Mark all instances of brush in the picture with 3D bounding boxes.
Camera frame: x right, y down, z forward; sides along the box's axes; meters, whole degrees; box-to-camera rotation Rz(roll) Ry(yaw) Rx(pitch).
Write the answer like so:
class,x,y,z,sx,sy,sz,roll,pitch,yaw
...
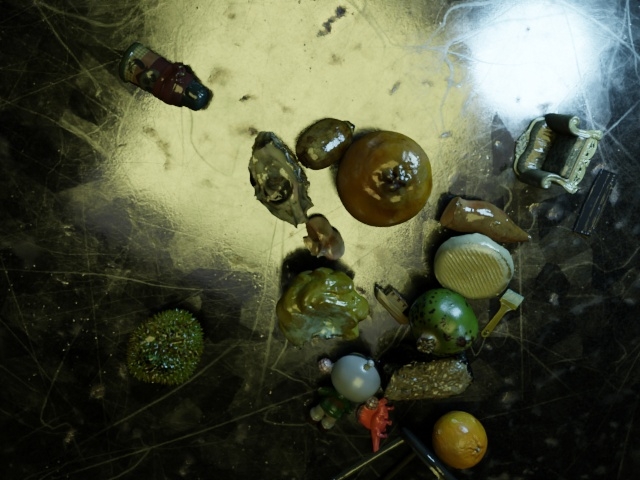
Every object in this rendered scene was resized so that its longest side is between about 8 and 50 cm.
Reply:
class,x,y,z,sx,sy,sz,roll,pitch,yaw
brush,0.696,0.290,2.051,0.083,0.010,0.218,31,102,-12

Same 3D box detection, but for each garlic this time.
class,x,y,z,sx,sy,sz,roll,pitch,yaw
garlic,0.010,-0.004,1.882,0.124,0.099,0.174,-34,104,-10

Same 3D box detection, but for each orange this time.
class,x,y,z,sx,sy,sz,roll,pitch,yaw
orange,0.549,0.788,2.084,0.219,0.193,0.219,0,87,-5

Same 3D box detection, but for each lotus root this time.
class,x,y,z,sx,sy,sz,roll,pitch,yaw
lotus root,0.023,-0.329,1.761,0.145,0.128,0.260,47,62,4

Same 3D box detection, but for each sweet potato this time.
class,x,y,z,sx,sy,sz,roll,pitch,yaw
sweet potato,0.607,-0.068,1.894,0.337,0.131,0.131,14,103,-7

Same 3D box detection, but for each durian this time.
class,x,y,z,sx,sy,sz,roll,pitch,yaw
durian,-0.550,0.390,1.887,0.291,0.224,0.291,7,70,-18

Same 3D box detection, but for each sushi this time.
class,x,y,z,sx,sy,sz,roll,pitch,yaw
sushi,0.399,0.501,2.002,0.350,0.171,0.210,-7,107,-1

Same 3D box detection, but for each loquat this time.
class,x,y,z,sx,sy,sz,roll,pitch,yaw
loquat,0.210,-0.198,1.732,0.329,0.328,0.328,-1,105,-4

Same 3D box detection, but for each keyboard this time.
class,x,y,z,sx,sy,sz,roll,pitch,yaw
keyboard,1.019,-0.139,1.959,0.087,0.017,0.250,16,104,-9

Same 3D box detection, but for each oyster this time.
class,x,y,z,sx,sy,sz,roll,pitch,yaw
oyster,-0.132,-0.211,1.792,0.238,0.115,0.351,-25,91,42

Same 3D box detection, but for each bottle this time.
class,x,y,z,sx,sy,sz,roll,pitch,yaw
bottle,-0.488,-0.514,1.679,0.271,0.156,0.143,28,83,-7

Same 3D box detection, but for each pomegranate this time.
class,x,y,z,sx,sy,sz,roll,pitch,yaw
pomegranate,0.436,0.306,1.904,0.270,0.254,0.254,-45,109,-38

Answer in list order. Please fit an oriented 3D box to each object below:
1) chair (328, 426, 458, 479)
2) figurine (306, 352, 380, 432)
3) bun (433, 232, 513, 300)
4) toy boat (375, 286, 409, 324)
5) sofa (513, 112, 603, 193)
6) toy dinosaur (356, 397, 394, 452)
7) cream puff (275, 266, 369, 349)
class,x,y,z,sx,sy,sz,roll,pitch,yaw
chair,0.294,0.967,2.000,0.410,0.365,0.362,-45,135,-6
figurine,0.090,0.570,2.004,0.281,0.167,0.370,38,105,2
bun,0.551,0.081,1.908,0.287,0.146,0.287,8,131,9
toy boat,0.283,0.243,1.986,0.077,0.057,0.200,-43,104,1
sofa,0.794,-0.302,1.807,0.182,0.200,0.258,18,104,-11
toy dinosaur,0.201,0.744,2.114,0.139,0.070,0.286,15,106,3
cream puff,-0.004,0.203,1.840,0.324,0.269,0.274,-3,123,-12
